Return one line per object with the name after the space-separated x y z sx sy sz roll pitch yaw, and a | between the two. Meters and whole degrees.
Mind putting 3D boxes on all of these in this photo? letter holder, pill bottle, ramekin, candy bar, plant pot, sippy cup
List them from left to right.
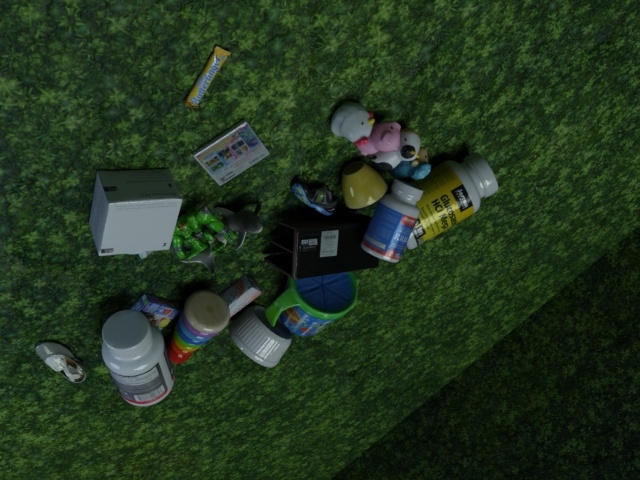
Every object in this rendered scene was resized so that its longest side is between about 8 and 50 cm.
-0.534 0.339 2.021 0.176 0.176 0.319 -19 145 -16 | pill bottle
-0.253 -0.361 1.543 0.040 0.018 0.161 9 129 -43 | candy bar
-0.191 0.307 2.287 0.109 0.207 0.207 -49 143 10 | ramekin
-0.027 0.192 2.258 0.305 0.240 0.224 15 142 -16 | sippy cup
0.000 0.000 2.102 0.301 0.214 0.152 -6 108 -32 | letter holder
0.112 -0.169 1.981 0.134 0.134 0.095 -30 119 -1 | plant pot
0.212 -0.059 2.000 0.124 0.124 0.222 10 106 -44 | pill bottle
0.370 -0.130 2.151 0.333 0.188 0.188 -31 146 0 | pill bottle

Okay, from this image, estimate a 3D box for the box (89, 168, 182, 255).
-0.450 -0.069 1.679 0.180 0.119 0.182 -6 139 -32 | box

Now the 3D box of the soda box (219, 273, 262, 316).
-0.276 0.188 2.191 0.183 0.058 0.063 -38 145 10 | soda box

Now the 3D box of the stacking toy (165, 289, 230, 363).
-0.399 0.290 2.146 0.141 0.141 0.330 -3 148 -34 | stacking toy

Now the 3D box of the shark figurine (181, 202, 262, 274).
-0.264 -0.037 1.908 0.116 0.166 0.278 35 131 -27 | shark figurine

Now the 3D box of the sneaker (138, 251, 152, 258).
-0.463 0.005 1.840 0.069 0.038 0.098 -28 155 -6 | sneaker

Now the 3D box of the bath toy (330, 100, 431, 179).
0.171 -0.266 1.884 0.151 0.129 0.348 -43 143 19 | bath toy

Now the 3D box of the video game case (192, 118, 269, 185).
-0.223 -0.219 1.746 0.157 0.019 0.143 -32 146 4 | video game case

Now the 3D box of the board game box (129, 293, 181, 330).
-0.537 0.248 2.094 0.201 0.035 0.136 -42 145 16 | board game box

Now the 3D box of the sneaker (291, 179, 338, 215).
-0.015 -0.133 1.984 0.188 0.067 0.078 28 95 -50 | sneaker

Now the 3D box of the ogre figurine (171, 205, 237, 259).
-0.326 -0.022 1.826 0.097 0.197 0.118 -48 118 -37 | ogre figurine

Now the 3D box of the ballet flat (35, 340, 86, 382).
-0.757 0.362 2.046 0.072 0.068 0.213 -29 146 -1 | ballet flat
